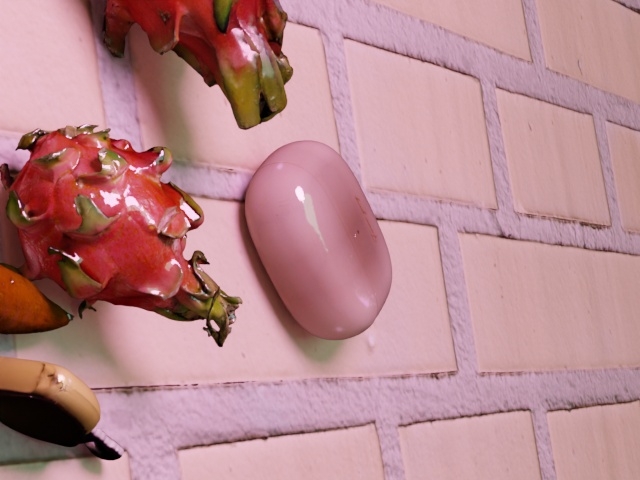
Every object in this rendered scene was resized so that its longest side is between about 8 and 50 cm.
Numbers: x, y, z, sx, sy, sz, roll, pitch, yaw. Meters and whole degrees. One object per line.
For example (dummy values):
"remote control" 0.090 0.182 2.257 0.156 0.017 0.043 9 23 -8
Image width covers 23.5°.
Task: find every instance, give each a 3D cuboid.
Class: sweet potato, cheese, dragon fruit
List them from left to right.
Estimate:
"sweet potato" -0.274 0.027 1.091 0.264 0.057 0.057 24 59 -49
"cheese" -0.194 0.134 1.168 0.162 0.086 0.036 56 41 -55
"dragon fruit" -0.157 0.005 1.210 0.236 0.137 0.135 49 56 -36
"dragon fruit" -0.107 -0.237 1.360 0.200 0.198 0.269 -96 162 -67

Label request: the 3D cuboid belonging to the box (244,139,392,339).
"box" 0.000 0.000 1.511 0.200 0.088 0.146 63 32 -20
